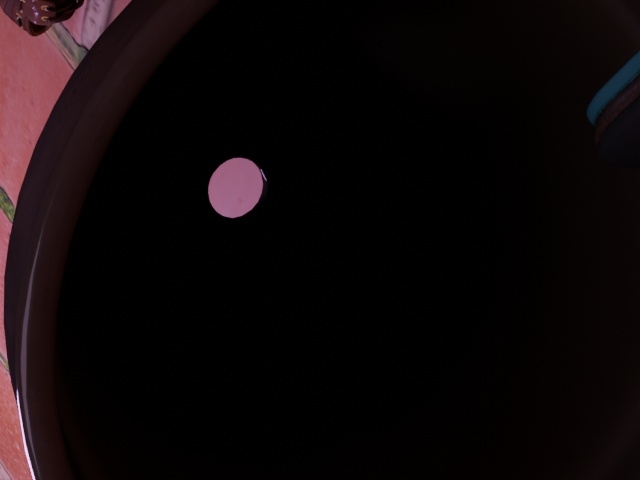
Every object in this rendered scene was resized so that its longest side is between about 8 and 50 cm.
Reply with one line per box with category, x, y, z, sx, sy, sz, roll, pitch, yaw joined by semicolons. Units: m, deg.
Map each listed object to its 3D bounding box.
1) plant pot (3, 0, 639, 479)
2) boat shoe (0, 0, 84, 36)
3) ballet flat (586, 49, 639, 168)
plant pot;0.000;0.000;0.512;0.280;0.323;0.323;30;138;61
boat shoe;-0.203;-0.198;0.828;0.178;0.064;0.060;-4;117;61
ballet flat;0.189;-0.090;0.285;0.096;0.095;0.280;53;130;17
